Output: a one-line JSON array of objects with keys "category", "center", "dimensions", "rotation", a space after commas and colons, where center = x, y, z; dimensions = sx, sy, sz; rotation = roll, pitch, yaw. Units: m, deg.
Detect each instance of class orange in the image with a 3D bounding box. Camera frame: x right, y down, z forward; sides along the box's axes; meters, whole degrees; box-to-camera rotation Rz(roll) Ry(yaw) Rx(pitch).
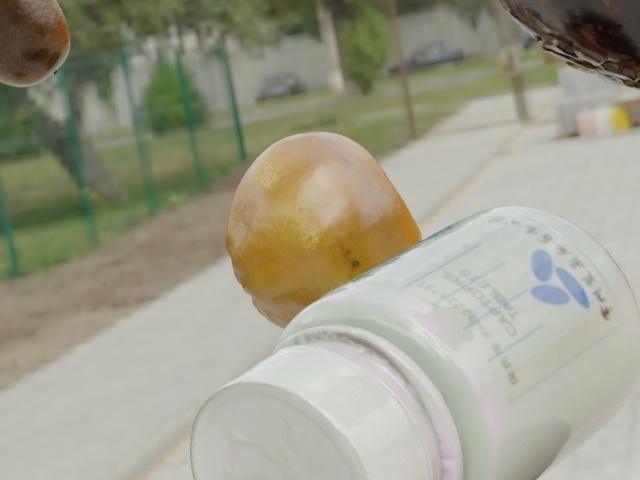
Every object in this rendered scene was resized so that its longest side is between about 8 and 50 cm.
[{"category": "orange", "center": [0.000, 0.000, 1.422], "dimensions": [0.136, 0.159, 0.159], "rotation": [-30, 6, -1]}]

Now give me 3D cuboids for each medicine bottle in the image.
[{"category": "medicine bottle", "center": [0.063, 0.096, 1.178], "dimensions": [0.170, 0.170, 0.293], "rotation": [-6, 15, 40]}]

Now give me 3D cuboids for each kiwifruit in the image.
[{"category": "kiwifruit", "center": [-0.224, -0.162, 1.332], "dimensions": [0.075, 0.124, 0.075], "rotation": [-37, 16, 12]}]

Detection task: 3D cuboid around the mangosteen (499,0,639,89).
[{"category": "mangosteen", "center": [0.196, -0.195, 1.101], "dimensions": [0.192, 0.217, 0.192], "rotation": [20, 0, 0]}]
